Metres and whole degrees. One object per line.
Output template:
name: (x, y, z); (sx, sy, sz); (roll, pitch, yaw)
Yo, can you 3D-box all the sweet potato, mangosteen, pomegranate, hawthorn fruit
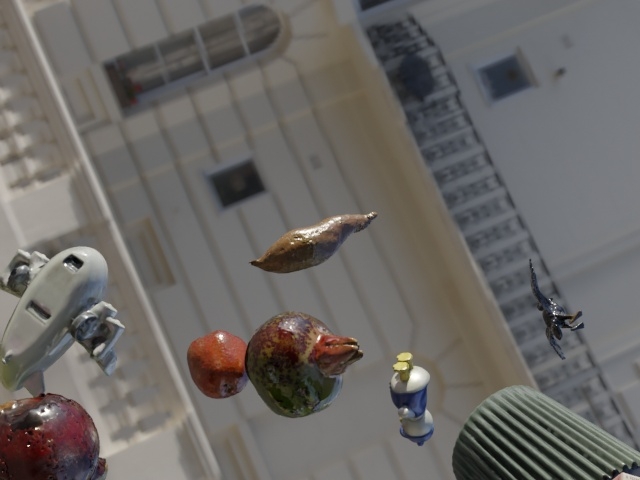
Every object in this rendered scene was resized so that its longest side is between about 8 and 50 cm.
sweet potato: (0.002, 0.002, 1.609); (0.068, 0.226, 0.068); (48, -29, 38)
mangosteen: (-0.340, 0.275, 1.284); (0.180, 0.166, 0.166); (68, -9, -20)
pomegranate: (-0.024, 0.234, 2.055); (0.247, 0.214, 0.214); (-19, -84, 37)
hawthorn fruit: (-0.203, 0.259, 2.171); (0.133, 0.132, 0.138); (79, -4, -50)

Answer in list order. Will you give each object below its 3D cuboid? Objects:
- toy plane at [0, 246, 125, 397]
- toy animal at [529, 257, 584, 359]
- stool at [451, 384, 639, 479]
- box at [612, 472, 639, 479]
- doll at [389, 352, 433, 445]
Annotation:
toy plane: (-0.408, 0.122, 1.618); (0.252, 0.252, 0.118); (64, 11, 17)
toy animal: (0.405, 0.131, 1.845); (0.108, 0.062, 0.220); (38, -25, 57)
stool: (0.447, 0.467, 2.049); (0.330, 0.297, 0.297); (36, -31, 50)
box: (0.524, 0.455, 1.748); (0.043, 0.089, 0.125); (117, -10, -54)
doll: (0.125, 0.219, 1.427); (0.099, 0.057, 0.143); (-60, 142, -53)
